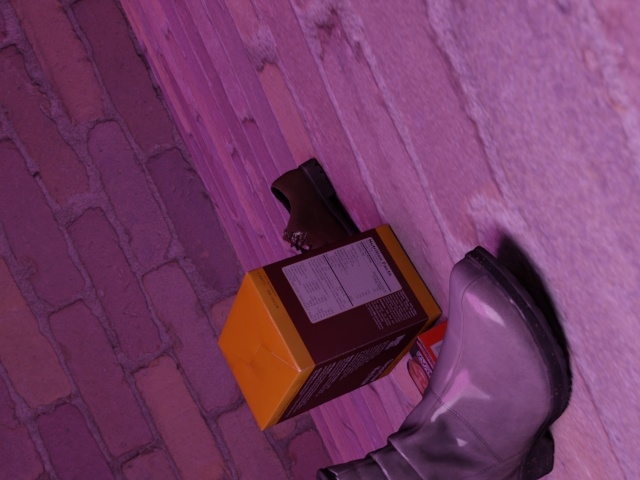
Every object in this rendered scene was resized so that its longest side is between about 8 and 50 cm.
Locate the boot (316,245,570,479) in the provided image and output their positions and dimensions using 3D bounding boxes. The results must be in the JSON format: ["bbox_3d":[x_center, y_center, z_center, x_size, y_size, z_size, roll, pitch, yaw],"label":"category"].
[{"bbox_3d":[0.098,0.174,0.760,0.118,0.222,0.338,54,165,47],"label":"boot"}]

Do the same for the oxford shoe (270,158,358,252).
[{"bbox_3d":[0.000,0.000,1.187,0.227,0.096,0.083,58,166,22],"label":"oxford shoe"}]

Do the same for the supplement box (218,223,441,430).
[{"bbox_3d":[0.005,0.106,1.012,0.129,0.194,0.191,60,151,21],"label":"supplement box"}]

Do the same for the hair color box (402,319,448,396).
[{"bbox_3d":[0.139,0.149,0.994,0.072,0.043,0.141,60,169,18],"label":"hair color box"}]
